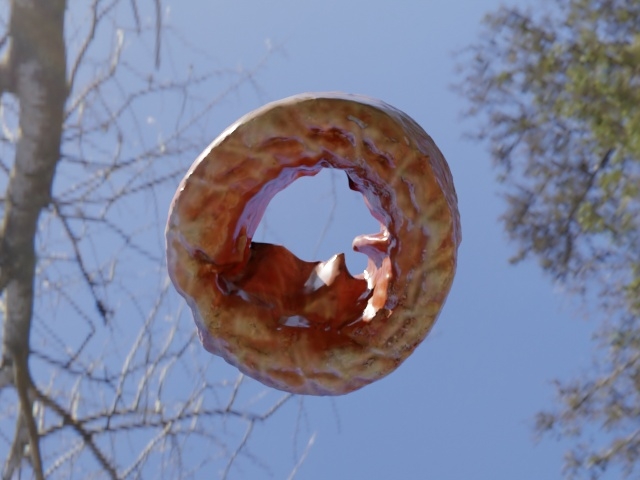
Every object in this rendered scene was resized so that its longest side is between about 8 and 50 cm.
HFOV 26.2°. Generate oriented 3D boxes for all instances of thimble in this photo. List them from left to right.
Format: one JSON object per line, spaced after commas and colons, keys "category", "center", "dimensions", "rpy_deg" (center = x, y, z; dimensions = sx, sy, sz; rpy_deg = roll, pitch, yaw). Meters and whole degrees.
{"category": "thimble", "center": [0.000, 0.000, 1.091], "dimensions": [0.239, 0.239, 0.162], "rpy_deg": [23, -167, 1]}
